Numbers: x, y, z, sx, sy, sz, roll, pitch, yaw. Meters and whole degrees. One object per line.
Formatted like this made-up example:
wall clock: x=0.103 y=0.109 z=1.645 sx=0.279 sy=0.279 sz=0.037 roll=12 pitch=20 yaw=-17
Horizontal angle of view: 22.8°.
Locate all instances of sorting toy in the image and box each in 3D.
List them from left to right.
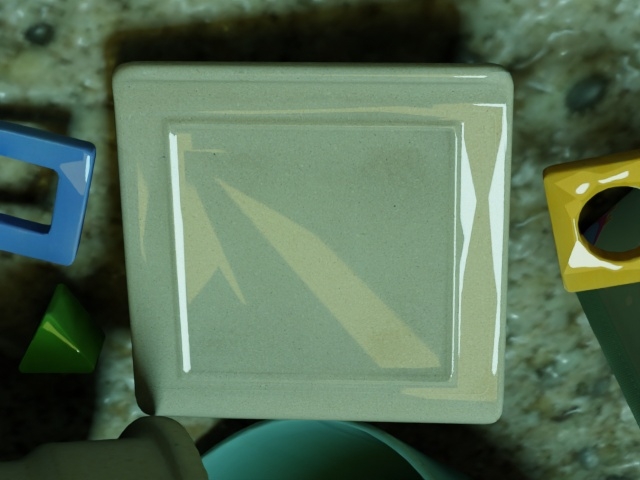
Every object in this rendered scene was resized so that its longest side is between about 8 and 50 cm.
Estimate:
sorting toy: x=0.000 y=0.000 z=0.756 sx=0.348 sy=0.047 sz=0.196 roll=1 pitch=118 yaw=5

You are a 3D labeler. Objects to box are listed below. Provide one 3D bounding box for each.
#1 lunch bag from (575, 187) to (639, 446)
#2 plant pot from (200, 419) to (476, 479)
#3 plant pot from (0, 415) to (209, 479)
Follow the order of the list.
lunch bag: x=0.256 y=0.044 z=0.724 sx=0.160 sy=0.262 sz=0.223 roll=30 pitch=120 yaw=-31
plant pot: x=0.051 y=0.264 z=0.874 sx=0.235 sy=0.293 sz=0.293 roll=24 pitch=123 yaw=-40
plant pot: x=-0.230 y=0.231 z=0.701 sx=0.305 sy=0.334 sz=0.334 roll=7 pitch=129 yaw=-19
